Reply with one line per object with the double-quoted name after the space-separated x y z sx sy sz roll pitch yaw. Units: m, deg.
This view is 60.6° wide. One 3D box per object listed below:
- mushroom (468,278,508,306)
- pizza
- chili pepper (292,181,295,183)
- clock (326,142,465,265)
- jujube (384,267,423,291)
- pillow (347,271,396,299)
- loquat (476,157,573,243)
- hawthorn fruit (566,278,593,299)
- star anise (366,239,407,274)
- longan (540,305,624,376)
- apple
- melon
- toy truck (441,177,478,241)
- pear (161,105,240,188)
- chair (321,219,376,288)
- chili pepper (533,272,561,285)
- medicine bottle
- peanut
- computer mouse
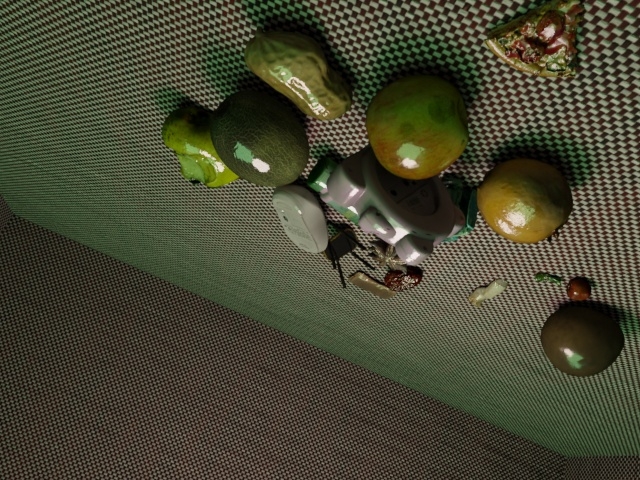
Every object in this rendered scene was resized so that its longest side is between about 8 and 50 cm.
0.625 0.195 2.044 0.059 0.055 0.202 23 149 -12 "mushroom"
0.425 -0.392 1.054 0.200 0.053 0.193 19 155 7 "pizza"
-0.173 -0.260 1.787 0.272 0.063 0.071 30 -176 -32 "chili pepper"
0.205 -0.109 1.414 0.322 0.295 0.113 50 138 8 "clock"
0.320 0.152 2.155 0.104 0.104 0.165 35 147 -25 "jujube"
0.228 0.201 2.397 0.211 0.034 0.135 26 151 -11 "pillow"
0.516 -0.104 1.388 0.238 0.193 0.239 24 137 25 "loquat"
0.840 0.159 1.778 0.077 0.077 0.077 18 154 9 "hawthorn fruit"
0.262 0.050 2.044 0.195 0.065 0.182 14 149 27 "star anise"
0.903 0.345 1.903 0.257 0.258 0.258 18 154 9 "longan"
0.236 -0.272 1.298 0.226 0.246 0.246 -24 131 33 "apple"
-0.165 -0.278 1.542 0.237 0.238 0.301 -5 148 44 "melon"
0.340 -0.074 1.637 0.156 0.155 0.278 29 155 -34 "toy truck"
-0.375 -0.305 1.756 0.238 0.164 0.255 14 152 22 "pear"
0.065 0.030 2.064 0.247 0.172 0.159 59 178 37 "chair"
0.761 0.129 1.833 0.091 0.034 0.030 11 -175 22 "chili pepper"
0.091 -0.144 1.718 0.274 0.134 0.133 35 152 -24 "medicine bottle"
-0.040 -0.400 1.314 0.291 0.143 0.159 33 163 -26 "peanut"
-0.062 -0.089 1.944 0.184 0.121 0.297 14 146 40 "computer mouse"
